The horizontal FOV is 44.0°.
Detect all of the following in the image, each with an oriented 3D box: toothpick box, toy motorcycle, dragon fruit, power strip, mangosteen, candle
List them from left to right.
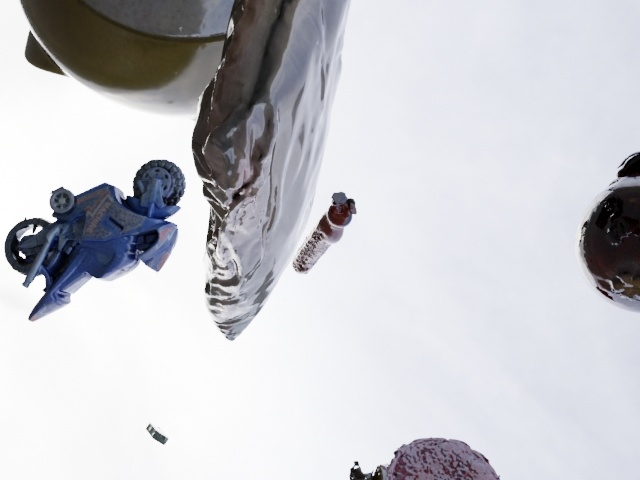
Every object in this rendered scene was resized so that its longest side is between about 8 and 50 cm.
[{"bbox_3d":[-0.222,-0.002,0.815,0.205,0.076,0.114,-26,-102,0],"label":"toy motorcycle"},{"bbox_3d":[-0.285,0.336,1.381,0.017,0.027,0.083,-55,-162,-14],"label":"power strip"},{"bbox_3d":[-0.174,-0.368,0.982,0.409,0.409,0.425,52,-47,35],"label":"toothpick box"},{"bbox_3d":[0.000,0.000,1.416,0.329,0.048,0.051,126,-39,-65],"label":"candle"},{"bbox_3d":[0.178,0.431,1.304,0.211,0.283,0.147,-83,-178,-46],"label":"dragon fruit"},{"bbox_3d":[0.367,-0.013,0.883,0.166,0.166,0.180,-22,-146,41],"label":"mangosteen"}]

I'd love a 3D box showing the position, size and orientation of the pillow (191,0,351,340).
[{"bbox_3d":[-0.029,-0.060,0.473,0.270,0.067,0.173,104,3,-64],"label":"pillow"}]
